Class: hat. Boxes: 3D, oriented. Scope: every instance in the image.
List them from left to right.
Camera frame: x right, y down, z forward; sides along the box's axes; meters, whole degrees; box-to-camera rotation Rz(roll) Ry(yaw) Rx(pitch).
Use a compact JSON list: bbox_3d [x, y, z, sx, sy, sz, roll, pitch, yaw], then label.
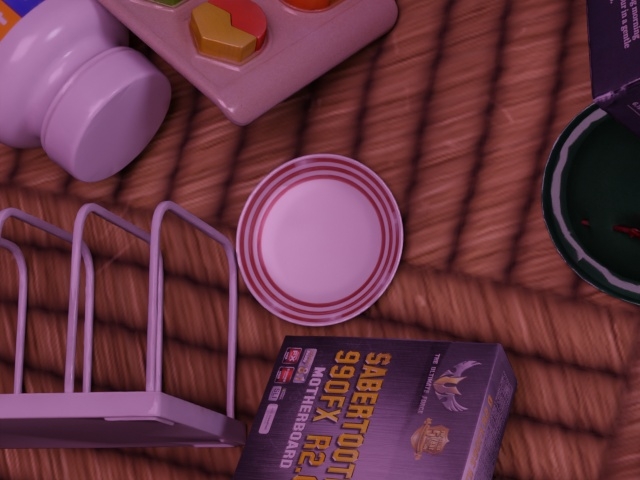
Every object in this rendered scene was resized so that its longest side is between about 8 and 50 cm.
[{"bbox_3d":[0.245,-0.040,1.210,0.209,0.183,0.173,26,91,19],"label":"hat"}]

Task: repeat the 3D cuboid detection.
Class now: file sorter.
[{"bbox_3d":[-0.217,0.070,1.330,0.278,0.193,0.173,-2,77,16],"label":"file sorter"}]

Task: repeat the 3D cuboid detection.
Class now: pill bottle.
[{"bbox_3d":[-0.257,-0.172,1.401,0.272,0.152,0.152,40,94,19],"label":"pill bottle"}]

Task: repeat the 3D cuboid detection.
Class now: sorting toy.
[{"bbox_3d":[-0.068,-0.208,1.359,0.193,0.038,0.208,-36,71,-30],"label":"sorting toy"}]

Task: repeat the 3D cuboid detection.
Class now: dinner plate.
[{"bbox_3d":[0.000,0.000,1.366,0.141,0.017,0.141,-3,79,16],"label":"dinner plate"}]

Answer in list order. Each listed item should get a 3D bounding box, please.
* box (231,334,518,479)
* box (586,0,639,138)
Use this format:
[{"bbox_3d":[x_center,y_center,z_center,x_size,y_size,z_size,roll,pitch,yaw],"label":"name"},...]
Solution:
[{"bbox_3d":[0.029,0.178,1.239,0.183,0.056,0.231,1,52,27],"label":"box"},{"bbox_3d":[0.348,-0.247,1.116,0.313,0.179,0.343,-22,54,37],"label":"box"}]
